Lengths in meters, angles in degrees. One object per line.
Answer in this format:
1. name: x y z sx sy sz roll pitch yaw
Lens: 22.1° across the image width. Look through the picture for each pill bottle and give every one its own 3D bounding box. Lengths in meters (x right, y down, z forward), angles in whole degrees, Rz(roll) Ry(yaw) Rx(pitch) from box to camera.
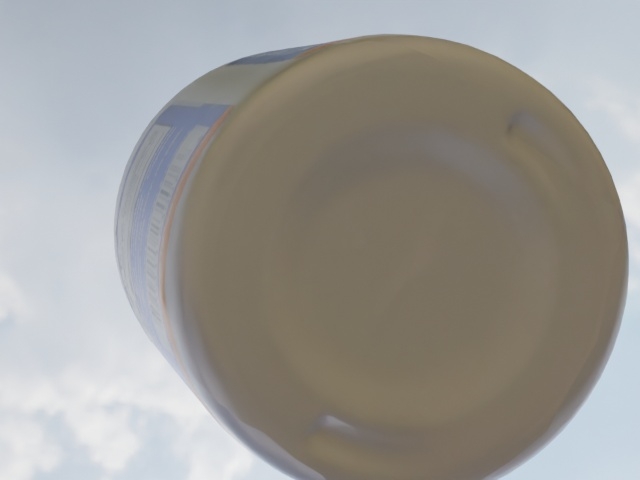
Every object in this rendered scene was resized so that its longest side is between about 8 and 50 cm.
1. pill bottle: 0.000 0.000 0.638 0.152 0.152 0.272 5 -176 -12
